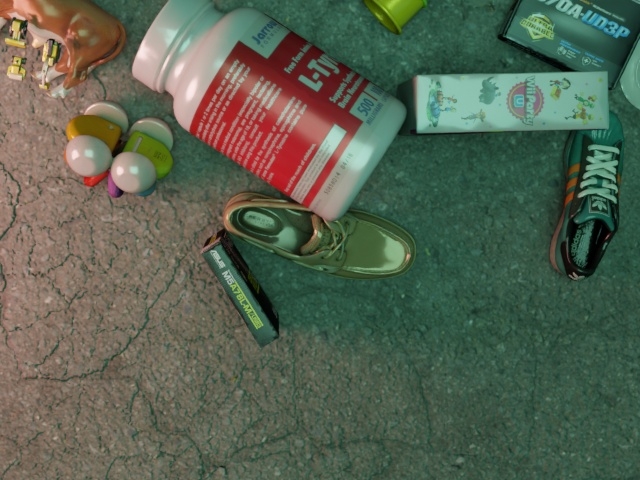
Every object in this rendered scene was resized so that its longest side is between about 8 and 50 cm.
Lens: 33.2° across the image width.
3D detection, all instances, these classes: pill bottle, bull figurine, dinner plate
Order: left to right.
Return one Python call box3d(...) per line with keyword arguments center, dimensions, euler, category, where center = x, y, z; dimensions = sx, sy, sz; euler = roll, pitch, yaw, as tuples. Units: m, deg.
box3d(center=(-0.474, -0.380, 1.757), dimensions=(0.310, 0.101, 0.188), euler=(37, 97, -5), category="bull figurine")
box3d(center=(-0.085, -0.227, 1.725), dimensions=(0.408, 0.229, 0.229), euler=(33, 94, -2), category="pill bottle")
box3d(center=(0.594, -0.292, 1.876), dimensions=(0.141, 0.017, 0.141), euler=(0, 98, -3), category="dinner plate")

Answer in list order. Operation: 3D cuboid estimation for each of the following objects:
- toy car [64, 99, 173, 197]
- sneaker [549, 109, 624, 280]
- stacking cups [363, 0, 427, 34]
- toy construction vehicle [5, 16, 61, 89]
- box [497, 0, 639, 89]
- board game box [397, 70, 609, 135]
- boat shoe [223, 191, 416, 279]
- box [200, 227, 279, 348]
box3d(center=(-0.339, -0.134, 1.783), dimensions=(0.182, 0.159, 0.136), euler=(20, 129, -6), category="toy car")
box3d(center=(0.472, -0.077, 1.839), dimensions=(0.108, 0.121, 0.302), euler=(8, 96, -5), category="sneaker")
box3d(center=(0.214, -0.484, 1.800), dimensions=(0.316, 0.096, 0.096), euler=(-43, 97, -2), category="stacking cups")
box3d(center=(-0.462, -0.297, 1.708), dimensions=(0.086, 0.035, 0.098), euler=(15, 106, -4), category="toy construction vehicle")
box3d(center=(0.439, -0.381, 1.838), dimensions=(0.220, 0.051, 0.175), euler=(25, 94, -6), category="box")
box3d(center=(0.291, -0.222, 1.760), dimensions=(0.303, 0.224, 0.097), euler=(-3, 96, -3), category="board game box")
box3d(center=(0.000, 0.000, 1.823), dimensions=(0.341, 0.110, 0.121), euler=(11, 96, -5), category="boat shoe")
box3d(center=(-0.131, 0.075, 1.784), dimensions=(0.045, 0.190, 0.184), euler=(-33, 97, 2), category="box")
